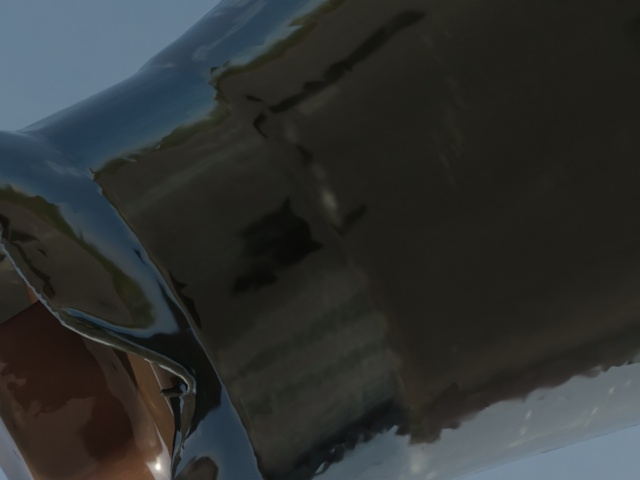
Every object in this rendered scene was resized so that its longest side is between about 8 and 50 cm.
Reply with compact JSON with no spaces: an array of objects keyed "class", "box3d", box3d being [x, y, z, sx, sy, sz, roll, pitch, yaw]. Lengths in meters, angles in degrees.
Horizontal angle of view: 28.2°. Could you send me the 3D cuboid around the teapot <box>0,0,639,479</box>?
[{"class":"teapot","box3d":[0.000,0.000,0.602,0.361,0.376,0.305,-28,-86,-25]}]
